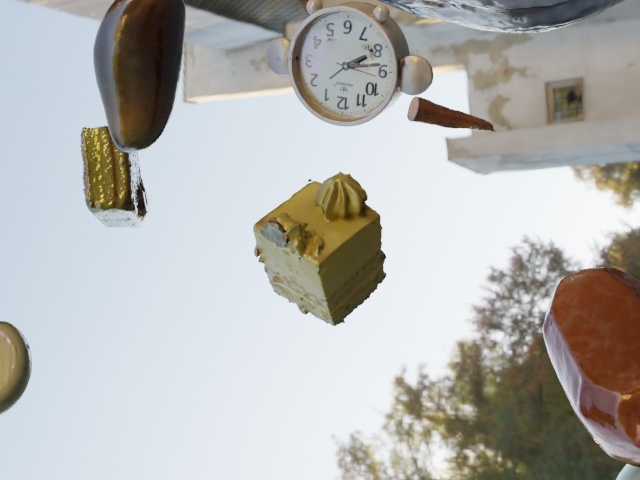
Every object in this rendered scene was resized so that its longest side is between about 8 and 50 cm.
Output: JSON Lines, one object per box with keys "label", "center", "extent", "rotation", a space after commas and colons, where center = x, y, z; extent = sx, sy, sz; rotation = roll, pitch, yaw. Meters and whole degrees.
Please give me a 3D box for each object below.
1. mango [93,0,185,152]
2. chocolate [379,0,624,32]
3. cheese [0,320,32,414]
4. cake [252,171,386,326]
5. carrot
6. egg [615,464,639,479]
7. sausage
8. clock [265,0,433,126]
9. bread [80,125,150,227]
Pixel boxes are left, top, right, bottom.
{"label": "mango", "center": [-0.279, -0.268, 1.153], "extent": [0.133, 0.111, 0.268], "rotation": [-3, -67, -39]}
{"label": "chocolate", "center": [0.135, -0.253, 0.483], "extent": [0.213, 0.303, 0.303], "rotation": [30, -122, -27]}
{"label": "cheese", "center": [-0.508, 0.234, 1.137], "extent": [0.064, 0.137, 0.227], "rotation": [116, 151, -63]}
{"label": "cake", "center": [0.000, 0.000, 1.682], "extent": [0.227, 0.222, 0.286], "rotation": [-41, -43, -26]}
{"label": "carrot", "center": [0.300, -0.275, 1.696], "extent": [0.224, 0.057, 0.057], "rotation": [7, -101, -24]}
{"label": "egg", "center": [0.501, 0.361, 1.020], "extent": [0.188, 0.188, 0.254], "rotation": [-36, -26, -55]}
{"label": "sausage", "center": [0.359, 0.144, 0.896], "extent": [0.141, 0.153, 0.268], "rotation": [55, -166, -33]}
{"label": "clock", "center": [0.038, -0.229, 0.972], "extent": [0.063, 0.229, 0.156], "rotation": [-42, -41, -58]}
{"label": "bread", "center": [-0.435, -0.129, 1.621], "extent": [0.234, 0.110, 0.184], "rotation": [127, 138, -81]}
